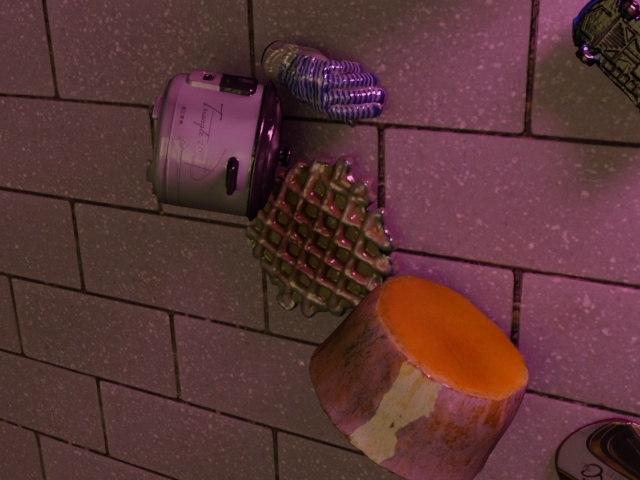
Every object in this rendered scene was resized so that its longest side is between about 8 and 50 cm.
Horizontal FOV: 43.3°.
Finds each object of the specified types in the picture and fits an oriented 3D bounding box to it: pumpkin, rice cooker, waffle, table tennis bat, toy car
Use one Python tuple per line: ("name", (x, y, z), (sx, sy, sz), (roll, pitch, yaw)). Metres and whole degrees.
("pumpkin", (0.165, 0.202, 1.298), (0.332, 0.332, 0.199), (32, 114, 16))
("rice cooker", (-0.162, -0.160, 1.363), (0.227, 0.280, 0.241), (9, 115, -3))
("waffle", (0.000, 0.000, 1.461), (0.309, 0.056, 0.291), (-18, 99, 35))
("table tennis bat", (0.523, 0.354, 1.313), (0.301, 0.022, 0.173), (-38, 88, 37))
("toy car", (0.440, -0.249, 1.108), (0.216, 0.063, 0.103), (49, 124, 13))

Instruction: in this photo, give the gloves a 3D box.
("gloves", (0.003, -0.261, 1.350), (0.229, 0.097, 0.119), (23, 148, 16))
